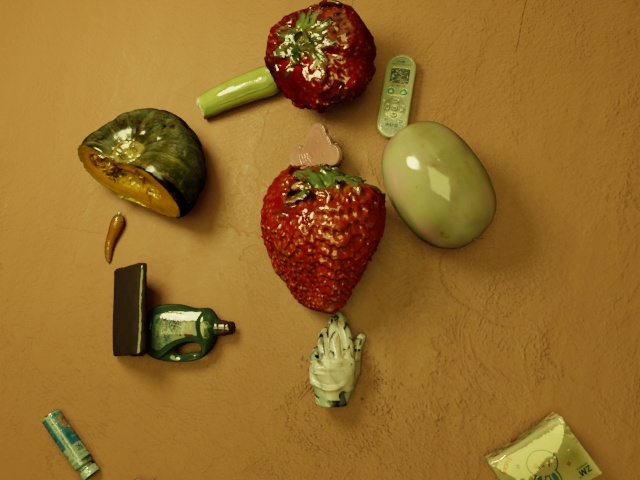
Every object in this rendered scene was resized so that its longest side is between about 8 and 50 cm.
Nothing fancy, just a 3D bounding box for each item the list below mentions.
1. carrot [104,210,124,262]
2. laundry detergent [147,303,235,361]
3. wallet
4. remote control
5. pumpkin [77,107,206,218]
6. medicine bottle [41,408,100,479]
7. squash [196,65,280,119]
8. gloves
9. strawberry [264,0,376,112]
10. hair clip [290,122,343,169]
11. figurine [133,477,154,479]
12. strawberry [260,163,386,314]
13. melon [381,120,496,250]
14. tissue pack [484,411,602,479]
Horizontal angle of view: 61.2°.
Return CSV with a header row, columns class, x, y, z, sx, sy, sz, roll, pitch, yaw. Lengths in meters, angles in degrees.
class,x,y,z,sx,sy,sz,roll,pitch,yaw
carrot,-0.552,-0.011,1.443,0.035,0.035,0.142,18,92,9
laundry detergent,-0.324,0.234,1.359,0.221,0.078,0.144,2,85,5
wallet,-0.477,0.175,1.357,0.182,0.049,0.229,-15,74,50
remote control,0.196,-0.366,1.388,0.078,0.042,0.221,9,83,9
pumpkin,-0.415,-0.202,1.382,0.325,0.242,0.232,27,57,14
medicine bottle,-0.633,0.517,1.372,0.051,0.051,0.191,-40,80,1
squash,-0.210,-0.391,1.423,0.250,0.083,0.083,-21,80,5
gloves,0.038,0.280,1.292,0.127,0.111,0.212,3,90,13
strawberry,0.013,-0.438,1.334,0.274,0.220,0.274,-2,84,23
hair clip,-0.016,-0.214,1.364,0.138,0.102,0.123,-25,77,4
figurine,-0.436,0.630,1.338,0.050,0.047,0.083,-3,89,22
strawberry,0.000,0.000,1.279,0.312,0.267,0.351,19,117,35
melon,0.271,-0.124,1.255,0.223,0.223,0.317,-33,85,2
tissue pack,0.493,0.500,1.207,0.196,0.092,0.148,-35,79,1
